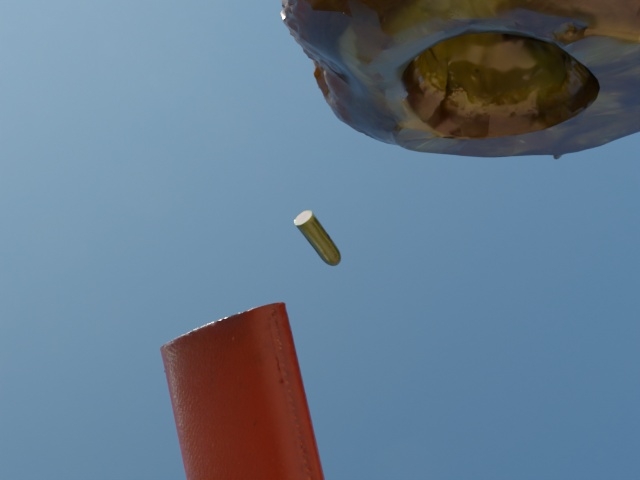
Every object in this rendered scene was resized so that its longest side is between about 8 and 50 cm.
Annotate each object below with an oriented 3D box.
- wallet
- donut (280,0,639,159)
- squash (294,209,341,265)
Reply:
[{"bbox_3d":[-0.058,0.164,0.756,0.045,0.142,0.204,5,-114,-50],"label":"wallet"},{"bbox_3d":[0.121,-0.158,0.663,0.330,0.330,0.160,12,-106,-19],"label":"donut"},{"bbox_3d":[0.000,0.000,1.186,0.027,0.027,0.083,-50,-56,-21],"label":"squash"}]
